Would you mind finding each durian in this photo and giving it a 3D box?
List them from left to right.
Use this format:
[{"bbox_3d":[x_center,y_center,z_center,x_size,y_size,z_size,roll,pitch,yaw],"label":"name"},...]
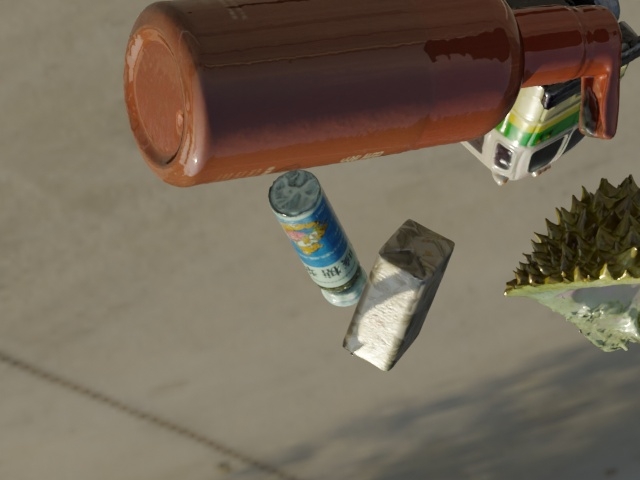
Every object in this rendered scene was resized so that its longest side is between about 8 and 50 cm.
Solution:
[{"bbox_3d":[0.314,0.045,1.759,0.166,0.172,0.306,-55,145,5],"label":"durian"}]

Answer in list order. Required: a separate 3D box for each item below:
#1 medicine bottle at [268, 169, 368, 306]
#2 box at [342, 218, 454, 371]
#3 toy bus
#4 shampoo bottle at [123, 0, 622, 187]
[{"bbox_3d":[0.000,0.000,1.761,0.051,0.051,0.191,-18,150,7],"label":"medicine bottle"},{"bbox_3d":[0.055,0.039,1.365,0.062,0.045,0.098,-47,161,-49],"label":"box"},{"bbox_3d":[0.138,-0.207,1.798,0.143,0.305,0.179,-31,154,-32],"label":"toy bus"},{"bbox_3d":[0.034,-0.078,0.870,0.244,0.085,0.085,-7,154,-28],"label":"shampoo bottle"}]
